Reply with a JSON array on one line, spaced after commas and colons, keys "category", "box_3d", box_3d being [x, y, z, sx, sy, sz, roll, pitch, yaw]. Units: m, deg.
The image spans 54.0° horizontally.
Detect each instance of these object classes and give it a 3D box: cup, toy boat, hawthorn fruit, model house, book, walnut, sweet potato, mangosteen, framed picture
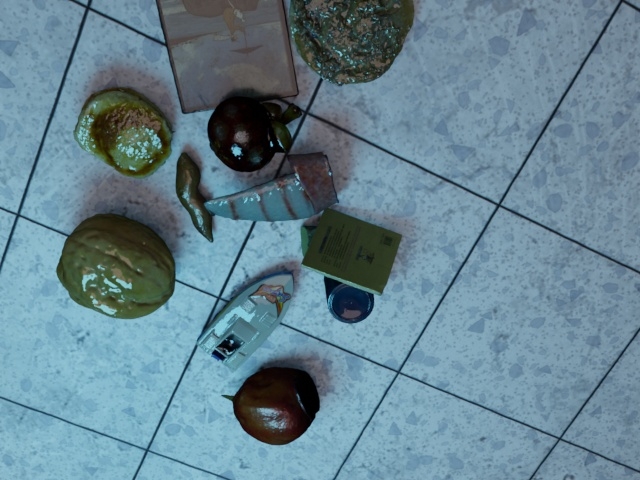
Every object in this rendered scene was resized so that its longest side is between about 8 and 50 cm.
[{"category": "cup", "box_3d": [0.070, 0.101, 1.458, 0.113, 0.138, 0.150, 12, 109, -6]}, {"category": "toy boat", "box_3d": [-0.107, -0.091, 1.380, 0.282, 0.096, 0.206, -19, 147, -3]}, {"category": "hawthorn fruit", "box_3d": [-0.128, 0.402, 1.547, 0.251, 0.189, 0.189, 5, 110, 4]}, {"category": "model house", "box_3d": [0.000, 0.000, 1.469, 0.083, 0.066, 0.078, -8, 100, -17]}, {"category": "book", "box_3d": [0.073, 0.021, 1.411, 0.192, 0.168, 0.013, 21, 150, 3]}, {"category": "walnut", "box_3d": [-0.442, 0.059, 1.394, 0.257, 0.257, 0.224, 31, 138, -12]}, {"category": "sweet potato", "box_3d": [-0.288, -0.092, 1.423, 0.065, 0.051, 0.218, -13, 110, 1]}, {"category": "mangosteen", "box_3d": [-0.145, -0.226, 1.313, 0.184, 0.172, 0.172, -4, 112, 23]}, {"category": "framed picture", "box_3d": [-0.200, -0.454, 1.313, 0.265, 0.016, 0.347, -8, 111, 1]}, {"category": "toy boat", "box_3d": [-0.165, 0.181, 1.508, 0.129, 0.088, 0.295, 39, 105, -15]}]

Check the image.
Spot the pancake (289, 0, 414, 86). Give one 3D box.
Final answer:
[{"category": "pancake", "box_3d": [0.060, -0.465, 1.297, 0.282, 0.049, 0.282, -1, 111, -2]}]

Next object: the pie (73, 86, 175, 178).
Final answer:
[{"category": "pie", "box_3d": [-0.420, -0.229, 1.352, 0.205, 0.084, 0.179, 34, 106, -16]}]
